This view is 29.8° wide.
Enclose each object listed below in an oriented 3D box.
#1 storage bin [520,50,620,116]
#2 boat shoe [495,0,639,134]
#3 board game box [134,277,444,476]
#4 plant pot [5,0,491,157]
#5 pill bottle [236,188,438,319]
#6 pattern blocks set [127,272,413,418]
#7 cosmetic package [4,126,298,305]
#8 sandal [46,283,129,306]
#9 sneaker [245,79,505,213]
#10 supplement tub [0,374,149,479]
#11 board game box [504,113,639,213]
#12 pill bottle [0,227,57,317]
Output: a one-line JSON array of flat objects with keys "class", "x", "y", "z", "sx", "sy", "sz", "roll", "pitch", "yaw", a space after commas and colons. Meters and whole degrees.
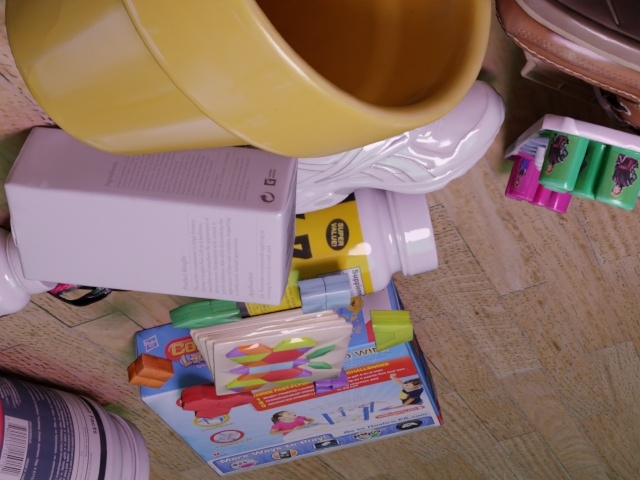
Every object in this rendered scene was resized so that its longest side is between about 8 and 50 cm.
[{"class": "storage bin", "x": 0.307, "y": -0.206, "z": 0.883, "sx": 0.260, "sy": 0.123, "sz": 0.262, "roll": 14, "pitch": 142, "yaw": -36}, {"class": "boat shoe", "x": 0.228, "y": -0.111, "z": 0.787, "sx": 0.307, "sy": 0.110, "sz": 0.104, "roll": 9, "pitch": 144, "yaw": -29}, {"class": "board game box", "x": -0.028, "y": 0.172, "z": 1.462, "sx": 0.308, "sy": 0.086, "sz": 0.302, "roll": -14, "pitch": 150, "yaw": 7}, {"class": "plant pot", "x": -0.062, "y": -0.159, "z": 0.749, "sx": 0.239, "sy": 0.254, "sz": 0.254, "roll": -17, "pitch": 153, "yaw": 41}, {"class": "pill bottle", "x": 0.000, "y": 0.000, "z": 1.143, "sx": 0.208, "sy": 0.119, "sz": 0.119, "roll": -12, "pitch": 150, "yaw": 2}, {"class": "pattern blocks set", "x": -0.047, "y": 0.114, "z": 1.202, "sx": 0.285, "sy": 0.026, "sz": 0.325, "roll": -14, "pitch": 157, "yaw": 7}, {"class": "cosmetic package", "x": -0.139, "y": -0.020, "z": 1.025, "sx": 0.231, "sy": 0.085, "sz": 0.117, "roll": 8, "pitch": 135, "yaw": 4}, {"class": "sandal", "x": -0.233, "y": 0.041, "z": 1.219, "sx": 0.179, "sy": 0.040, "sz": 0.067, "roll": 1, "pitch": 149, "yaw": -19}, {"class": "sneaker", "x": 0.041, "y": -0.094, "z": 1.029, "sx": 0.232, "sy": 0.090, "sz": 0.115, "roll": -17, "pitch": 146, "yaw": 10}, {"class": "supplement tub", "x": -0.356, "y": 0.260, "z": 1.406, "sx": 0.191, "sy": 0.191, "sz": 0.272, "roll": -29, "pitch": 145, "yaw": 29}, {"class": "board game box", "x": 0.345, "y": -0.011, "z": 0.969, "sx": 0.390, "sy": 0.050, "sz": 0.390, "roll": 16, "pitch": -178, "yaw": 4}, {"class": "pill bottle", "x": -0.329, "y": 0.037, "z": 1.138, "sx": 0.152, "sy": 0.086, "sz": 0.086, "roll": -18, "pitch": 149, "yaw": 13}]
